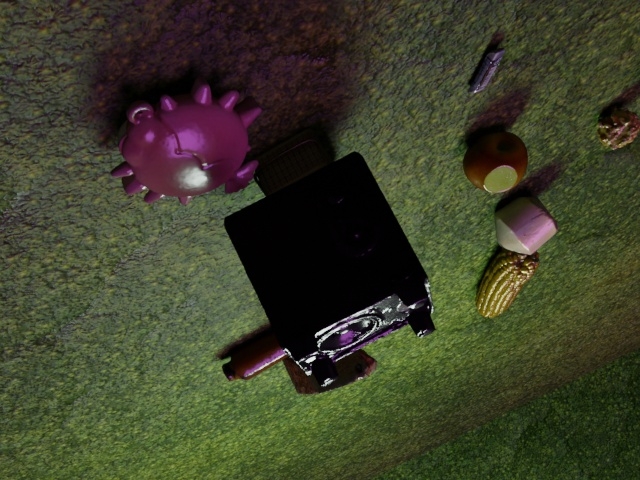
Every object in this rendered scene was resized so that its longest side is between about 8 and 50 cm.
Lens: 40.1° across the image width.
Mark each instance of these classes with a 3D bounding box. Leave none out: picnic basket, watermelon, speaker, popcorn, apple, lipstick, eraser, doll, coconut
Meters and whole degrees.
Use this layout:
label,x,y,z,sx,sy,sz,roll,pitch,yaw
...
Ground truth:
label,x,y,z,sx,sy,sz,roll,pitch,yaw
picnic basket,-0.025,-0.090,1.377,0.115,0.079,0.164,-31,153,6
watermelon,0.019,0.266,1.869,0.193,0.139,0.257,-25,-179,-1
speaker,0.018,0.048,1.293,0.232,0.254,0.184,-27,155,2
popcorn,0.578,-0.220,1.705,0.082,0.083,0.057,-7,-160,34
apple,0.313,-0.144,1.571,0.114,0.099,0.102,9,135,-12
lipstick,-0.021,0.185,1.865,0.418,0.077,0.077,-29,153,6
eraser,0.261,-0.269,1.390,0.027,0.019,0.099,-28,156,-31
doll,-0.171,-0.122,1.175,0.211,0.093,0.262,-41,150,18
coconut,0.428,-0.029,1.857,0.122,0.116,0.116,-38,152,8

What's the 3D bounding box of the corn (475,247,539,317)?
label,x,y,z,sx,sy,sz,roll,pitch,yaw
corn,0.438,0.105,2.116,0.102,0.102,0.313,-18,152,-19
